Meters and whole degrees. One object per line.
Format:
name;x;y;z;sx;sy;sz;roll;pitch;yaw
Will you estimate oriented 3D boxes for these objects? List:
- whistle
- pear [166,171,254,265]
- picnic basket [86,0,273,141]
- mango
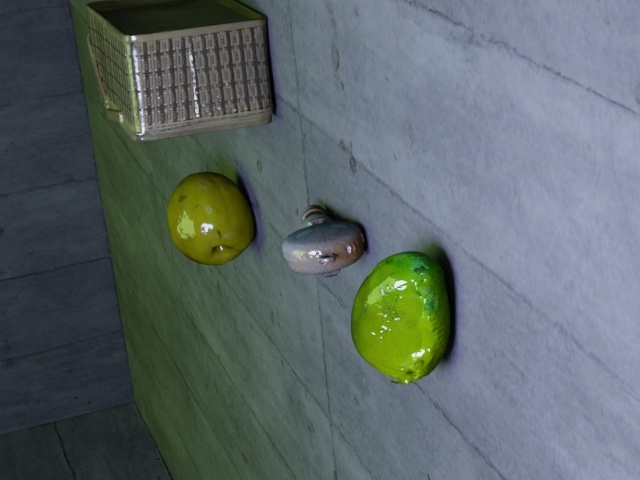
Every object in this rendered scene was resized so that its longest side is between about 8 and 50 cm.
whistle;0.000;0.000;1.880;0.220;0.107;0.057;-111;8;-72
pear;-0.188;-0.037;2.390;0.148;0.149;0.162;99;149;-52
picnic basket;-0.218;-0.269;2.174;0.313;0.228;0.175;-138;41;-62
mango;0.096;0.081;1.610;0.119;0.100;0.178;29;135;15
